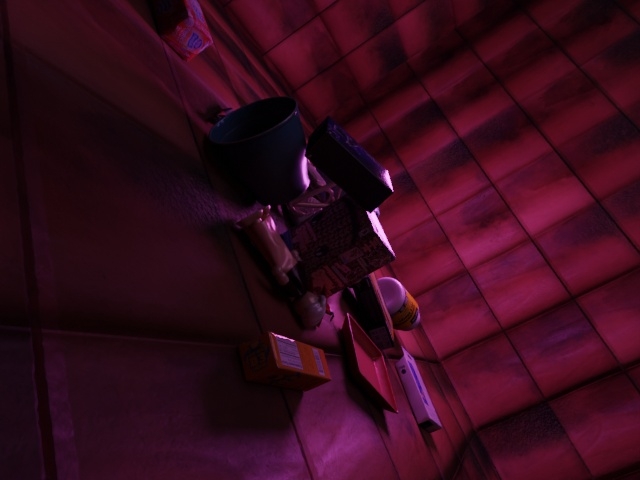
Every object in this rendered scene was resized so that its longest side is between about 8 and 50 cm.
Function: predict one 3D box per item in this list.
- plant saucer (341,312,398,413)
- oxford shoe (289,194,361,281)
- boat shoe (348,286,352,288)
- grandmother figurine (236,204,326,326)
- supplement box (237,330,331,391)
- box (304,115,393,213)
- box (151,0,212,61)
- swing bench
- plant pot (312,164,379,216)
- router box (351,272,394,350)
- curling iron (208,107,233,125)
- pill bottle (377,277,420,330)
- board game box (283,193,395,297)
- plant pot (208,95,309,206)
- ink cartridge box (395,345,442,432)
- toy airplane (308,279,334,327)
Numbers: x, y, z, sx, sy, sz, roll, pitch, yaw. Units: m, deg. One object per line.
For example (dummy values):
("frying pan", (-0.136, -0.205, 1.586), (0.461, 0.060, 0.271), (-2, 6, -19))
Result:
("plant saucer", (0.152, 0.408, 1.394), (0.259, 0.047, 0.258), (53, 14, -30))
("oxford shoe", (0.000, 0.000, 1.581), (0.169, 0.130, 0.449), (-15, 58, -35))
("boat shoe", (0.099, 0.135, 1.798), (0.049, 0.056, 0.152), (-1, 61, -58))
("grandmother figurine", (-0.090, 0.075, 1.128), (0.342, 0.104, 0.208), (61, 25, -7))
("supplement box", (-0.066, 0.251, 0.861), (0.233, 0.078, 0.080), (41, 26, -53))
("box", (0.085, -0.227, 1.257), (0.261, 0.103, 0.184), (39, 27, -18))
("box", (-0.474, -0.754, 1.438), (0.128, 0.122, 0.257), (38, 25, -57))
("swing bench", (-0.068, -0.233, 1.575), (0.253, 0.254, 0.165), (58, -30, 33))
("plant pot", (0.141, -0.244, 2.236), (0.341, 0.341, 0.334), (25, 44, -68))
("router box", (0.220, 0.266, 1.764), (0.243, 0.081, 0.309), (-57, 127, -75))
("curling iron", (-0.326, -0.420, 1.436), (0.068, 0.035, 0.274), (17, 21, -11))
("pill bottle", (0.369, 0.326, 2.068), (0.334, 0.188, 0.188), (44, 20, -49))
("board game box", (0.050, 0.016, 1.329), (0.141, 0.291, 0.232), (48, 17, -38))
("plant pot", (-0.157, -0.255, 1.281), (0.272, 0.271, 0.255), (-103, 173, -52))
("ink cartridge box", (0.407, 0.634, 1.815), (0.165, 0.065, 0.333), (47, 19, -43))
("toy airplane", (-0.007, 0.173, 1.214), (0.028, 0.151, 0.151), (-17, 73, -37))
